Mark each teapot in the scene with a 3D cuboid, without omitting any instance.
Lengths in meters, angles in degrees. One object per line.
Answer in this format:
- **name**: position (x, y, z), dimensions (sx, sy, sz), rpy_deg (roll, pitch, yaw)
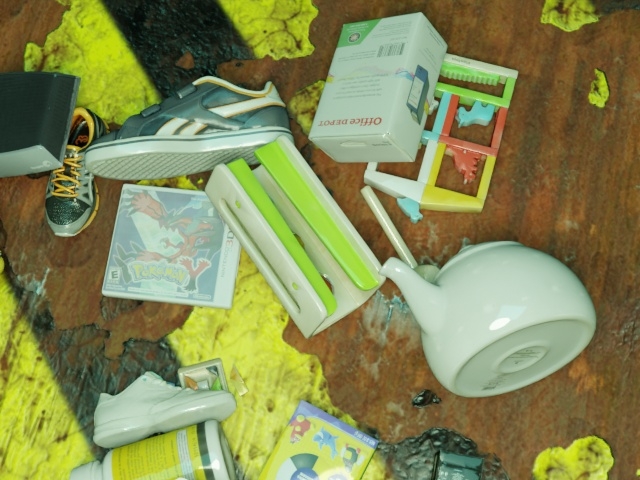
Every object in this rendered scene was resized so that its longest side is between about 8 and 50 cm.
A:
- **teapot**: position (0.246, 0.087, 1.194), dimensions (0.253, 0.256, 0.187), rpy_deg (-26, 56, 8)

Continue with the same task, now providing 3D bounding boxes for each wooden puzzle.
- **wooden puzzle**: position (-0.171, 0.214, 1.270), dimensions (0.116, 0.014, 0.078), rpy_deg (-21, 72, -4)

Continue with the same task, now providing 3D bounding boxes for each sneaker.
- **sneaker**: position (-0.227, 0.229, 1.234), dimensions (0.212, 0.080, 0.094), rpy_deg (-13, 56, 5)
- **sneaker**: position (-0.391, -0.111, 1.349), dimensions (0.084, 0.083, 0.214), rpy_deg (5, 74, 2)
- **sneaker**: position (-0.208, -0.175, 1.343), dimensions (0.321, 0.126, 0.127), rpy_deg (-8, 76, -12)

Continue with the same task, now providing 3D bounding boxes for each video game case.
- **video game case**: position (-0.224, 0.007, 1.335), dimensions (0.201, 0.023, 0.183), rpy_deg (6, 72, 4)

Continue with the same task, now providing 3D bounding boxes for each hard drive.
- **hard drive**: position (-0.504, -0.185, 1.350), dimensions (0.255, 0.054, 0.172), rpy_deg (-2, 71, 24)

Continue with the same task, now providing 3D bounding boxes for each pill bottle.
- **pill bottle**: position (-0.227, 0.330, 1.179), dimensions (0.209, 0.119, 0.119), rpy_deg (-16, 72, -4)

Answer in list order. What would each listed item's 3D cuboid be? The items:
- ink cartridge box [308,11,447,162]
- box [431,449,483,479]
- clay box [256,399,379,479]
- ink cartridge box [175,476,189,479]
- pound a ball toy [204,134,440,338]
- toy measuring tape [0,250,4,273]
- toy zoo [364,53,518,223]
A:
- **ink cartridge box**: position (0.089, -0.232, 1.333), dimensions (0.154, 0.093, 0.212), rpy_deg (2, 66, 38)
- **box**: position (0.187, 0.322, 1.185), dimensions (0.062, 0.083, 0.052), rpy_deg (10, 74, 5)
- **clay box**: position (-0.024, 0.352, 1.199), dimensions (0.127, 0.053, 0.222), rpy_deg (26, 74, 11)
- **ink cartridge box**: position (-0.181, 0.484, 1.079), dimensions (0.207, 0.119, 0.353), rpy_deg (28, 77, -19)
- **pound a ball toy**: position (0.000, 0.000, 1.284), dimensions (0.208, 0.136, 0.319), rpy_deg (-30, 78, -29)
- **toy measuring tape**: position (-0.587, -0.081, 1.300), dimensions (0.121, 0.121, 0.330), rpy_deg (-39, 87, -10)
- **toy zoo**: position (0.188, -0.162, 1.370), dimensions (0.192, 0.030, 0.293), rpy_deg (15, 73, 7)
